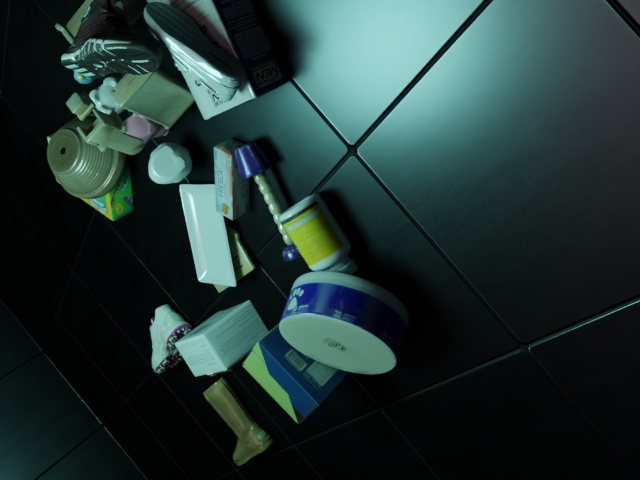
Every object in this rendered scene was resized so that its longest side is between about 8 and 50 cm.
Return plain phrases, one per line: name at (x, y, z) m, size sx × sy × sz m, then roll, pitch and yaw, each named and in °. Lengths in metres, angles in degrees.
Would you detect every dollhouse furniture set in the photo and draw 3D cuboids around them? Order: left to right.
dollhouse furniture set at (-0.456, -0.416, 1.314) m, size 0.303 × 0.174 × 0.355 m, roll -43°, pitch 72°, yaw 12°

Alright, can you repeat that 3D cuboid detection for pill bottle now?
pill bottle at (0.000, 0.000, 1.247) m, size 0.103 × 0.103 × 0.184 m, roll -25°, pitch 100°, yaw 48°

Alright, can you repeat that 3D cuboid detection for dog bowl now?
dog bowl at (0.049, 0.180, 1.252) m, size 0.265 × 0.104 × 0.265 m, roll 16°, pitch 149°, yaw 10°

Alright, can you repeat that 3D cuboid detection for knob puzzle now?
knob puzzle at (-0.265, 0.022, 1.559) m, size 0.213 × 0.030 × 0.213 m, roll 15°, pitch 117°, yaw 33°

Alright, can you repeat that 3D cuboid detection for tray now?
tray at (-0.283, -0.016, 1.517) m, size 0.145 × 0.030 × 0.270 m, roll 5°, pitch 110°, yaw 38°

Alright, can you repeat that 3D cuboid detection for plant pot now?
plant pot at (-0.654, -0.235, 1.588) m, size 0.237 × 0.110 × 0.237 m, roll -2°, pitch 86°, yaw 24°

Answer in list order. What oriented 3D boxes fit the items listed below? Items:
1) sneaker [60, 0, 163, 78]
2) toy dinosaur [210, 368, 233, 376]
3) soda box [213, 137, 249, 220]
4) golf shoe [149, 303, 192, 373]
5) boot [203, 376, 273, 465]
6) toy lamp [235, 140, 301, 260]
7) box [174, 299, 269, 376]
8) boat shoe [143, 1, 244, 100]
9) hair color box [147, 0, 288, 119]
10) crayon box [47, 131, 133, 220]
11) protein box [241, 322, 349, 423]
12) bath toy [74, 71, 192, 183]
sneaker at (-0.390, -0.407, 1.119) m, size 0.281 × 0.106 × 0.162 m, roll 9°, pitch 81°, yaw 37°
toy dinosaur at (-0.306, 0.412, 1.854) m, size 0.047 × 0.090 × 0.082 m, roll 40°, pitch 172°, yaw -9°
soda box at (-0.205, -0.141, 1.363) m, size 0.058 × 0.063 × 0.183 m, roll 29°, pitch 134°, yaw 25°
golf shoe at (-0.517, 0.330, 1.968) m, size 0.140 × 0.115 × 0.306 m, roll 49°, pitch 134°, yaw 20°
boot at (-0.298, 0.606, 1.975) m, size 0.269 × 0.089 × 0.236 m, roll 49°, pitch 129°, yaw 4°
toy lamp at (-0.109, -0.088, 1.303) m, size 0.080 × 0.080 × 0.274 m, roll -11°, pitch 110°, yaw 46°
box at (-0.272, 0.274, 1.634) m, size 0.181 × 0.182 × 0.119 m, roll -23°, pitch 99°, yaw 48°
boat shoe at (-0.242, -0.340, 1.077) m, size 0.226 × 0.083 × 0.076 m, roll 43°, pitch 137°, yaw 8°
hair color box at (-0.219, -0.430, 1.137) m, size 0.174 × 0.105 × 0.347 m, roll -8°, pitch 112°, yaw 45°
crayon box at (-0.682, -0.198, 1.744) m, size 0.278 × 0.081 × 0.165 m, roll 31°, pitch 135°, yaw 22°
protein box at (-0.037, 0.282, 1.407) m, size 0.200 × 0.201 × 0.136 m, roll 45°, pitch 139°, yaw 8°
bath toy at (-0.428, -0.293, 1.414) m, size 0.348 × 0.151 × 0.129 m, roll 55°, pitch 177°, yaw -8°
